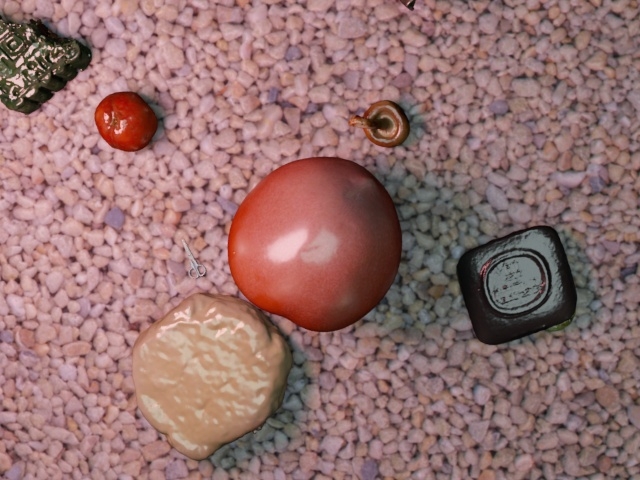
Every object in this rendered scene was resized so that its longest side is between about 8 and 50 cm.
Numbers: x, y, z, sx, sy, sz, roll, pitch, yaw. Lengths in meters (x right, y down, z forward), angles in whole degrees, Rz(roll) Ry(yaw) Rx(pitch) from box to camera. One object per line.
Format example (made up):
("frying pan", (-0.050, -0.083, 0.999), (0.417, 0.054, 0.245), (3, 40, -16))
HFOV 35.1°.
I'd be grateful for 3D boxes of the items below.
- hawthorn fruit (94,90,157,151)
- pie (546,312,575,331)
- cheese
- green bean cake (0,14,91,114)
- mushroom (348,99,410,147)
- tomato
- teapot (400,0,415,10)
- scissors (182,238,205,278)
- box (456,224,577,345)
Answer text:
("hawthorn fruit", (-0.378, -0.230, 1.951), (0.128, 0.128, 0.128), (1, 96, 5))
("pie", (0.451, 0.138, 1.958), (0.085, 0.017, 0.085), (1, 96, 6))
("cheese", (-0.216, 0.267, 1.990), (0.318, 0.115, 0.326), (6, 98, 5))
("green bean cake", (-0.580, -0.373, 1.960), (0.193, 0.107, 0.208), (-41, 90, 9))
("mushroom", (0.106, -0.226, 1.921), (0.129, 0.073, 0.088), (8, 114, -29))
("tomato", (0.000, 0.000, 1.838), (0.321, 0.321, 0.321), (1, 96, 5))
("teapot", (0.062, -0.592, 1.827), (0.344, 0.253, 0.300), (25, 66, -4))
("scissors", (-0.258, 0.035, 2.021), (0.036, 0.006, 0.083), (-23, 93, 5))
("box", (0.376, 0.087, 1.939), (0.212, 0.042, 0.201), (-19, 89, 13))
